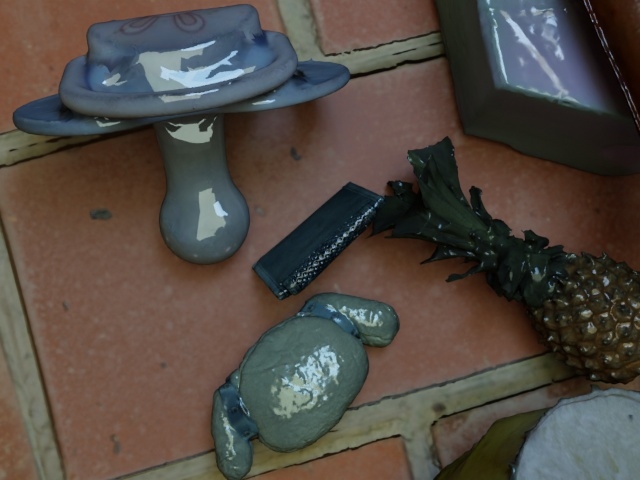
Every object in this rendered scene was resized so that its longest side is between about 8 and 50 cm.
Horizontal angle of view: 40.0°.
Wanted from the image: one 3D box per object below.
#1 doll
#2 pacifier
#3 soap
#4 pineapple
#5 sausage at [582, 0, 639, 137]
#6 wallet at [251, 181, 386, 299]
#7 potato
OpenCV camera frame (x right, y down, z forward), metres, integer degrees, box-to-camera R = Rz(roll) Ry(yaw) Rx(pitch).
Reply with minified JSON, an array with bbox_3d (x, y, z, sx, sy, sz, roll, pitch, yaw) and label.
[{"bbox_3d":[-0.019,0.124,0.789,0.214,0.071,0.103,-44,89,-12],"label":"doll"},{"bbox_3d":[-0.108,-0.082,0.759,0.287,0.238,0.226,-12,113,-8],"label":"pacifier"},{"bbox_3d":[0.345,-0.209,0.820,0.446,0.156,0.261,-11,84,-7],"label":"soap"},{"bbox_3d":[0.181,0.016,0.799,0.277,0.119,0.130,32,68,-3],"label":"pineapple"},{"bbox_3d":[0.287,-0.122,0.681,0.102,0.102,0.330,-19,88,-7],"label":"sausage"},{"bbox_3d":[0.000,0.000,0.801,0.129,0.088,0.026,-42,112,-5],"label":"wallet"},{"bbox_3d":[0.213,0.267,0.743,0.299,0.196,0.246,14,54,-27],"label":"potato"}]
